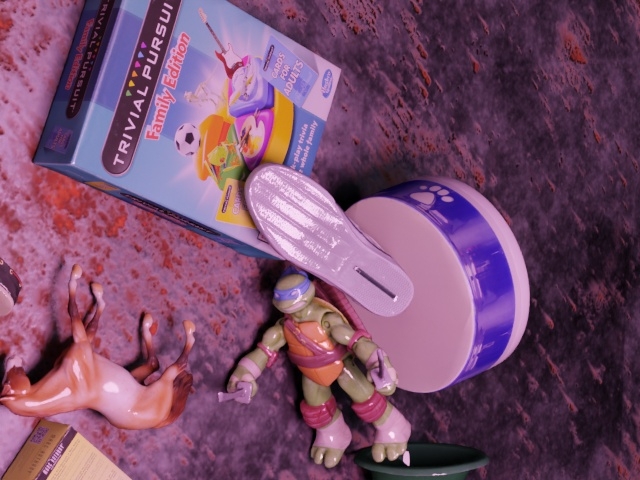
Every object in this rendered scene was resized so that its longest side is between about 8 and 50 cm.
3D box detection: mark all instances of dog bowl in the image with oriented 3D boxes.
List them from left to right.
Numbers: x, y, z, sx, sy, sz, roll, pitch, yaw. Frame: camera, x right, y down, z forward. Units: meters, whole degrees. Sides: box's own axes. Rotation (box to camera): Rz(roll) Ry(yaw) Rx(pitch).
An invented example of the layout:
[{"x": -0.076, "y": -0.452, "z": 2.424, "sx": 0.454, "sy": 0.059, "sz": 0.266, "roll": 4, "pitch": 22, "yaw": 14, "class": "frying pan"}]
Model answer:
[{"x": 0.132, "y": 0.056, "z": 1.844, "sx": 0.104, "sy": 0.265, "sz": 0.265, "roll": -20, "pitch": 107, "yaw": -39, "class": "dog bowl"}]

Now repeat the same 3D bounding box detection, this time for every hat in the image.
[{"x": 0.125, "y": 0.375, "z": 1.937, "sx": 0.173, "sy": 0.208, "sz": 0.184, "roll": -6, "pitch": 96, "yaw": -56, "class": "hat"}]

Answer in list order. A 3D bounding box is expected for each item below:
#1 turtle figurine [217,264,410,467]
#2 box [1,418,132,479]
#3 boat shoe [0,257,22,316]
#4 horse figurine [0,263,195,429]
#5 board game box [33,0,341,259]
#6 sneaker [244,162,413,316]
[{"x": -0.003, "y": 0.192, "z": 1.781, "sx": 0.197, "sy": 0.275, "sz": 0.266, "roll": -29, "pitch": 124, "yaw": -1, "class": "turtle figurine"}, {"x": -0.249, "y": 0.302, "z": 1.643, "sx": 0.232, "sy": 0.058, "sz": 0.087, "roll": 48, "pitch": 61, "yaw": -35, "class": "box"}, {"x": -0.365, "y": 0.020, "z": 1.516, "sx": 0.133, "sy": 0.049, "sz": 0.042, "roll": 52, "pitch": 32, "yaw": -26, "class": "boat shoe"}, {"x": -0.231, "y": 0.146, "z": 1.631, "sx": 0.263, "sy": 0.066, "sz": 0.175, "roll": 32, "pitch": 59, "yaw": -40, "class": "horse figurine"}, {"x": -0.143, "y": -0.148, "z": 1.687, "sx": 0.336, "sy": 0.079, "sz": 0.254, "roll": 25, "pitch": 77, "yaw": -43, "class": "board game box"}, {"x": 0.000, "y": 0.000, "z": 1.733, "sx": 0.094, "sy": 0.091, "sz": 0.258, "roll": -47, "pitch": 114, "yaw": -3, "class": "sneaker"}]
